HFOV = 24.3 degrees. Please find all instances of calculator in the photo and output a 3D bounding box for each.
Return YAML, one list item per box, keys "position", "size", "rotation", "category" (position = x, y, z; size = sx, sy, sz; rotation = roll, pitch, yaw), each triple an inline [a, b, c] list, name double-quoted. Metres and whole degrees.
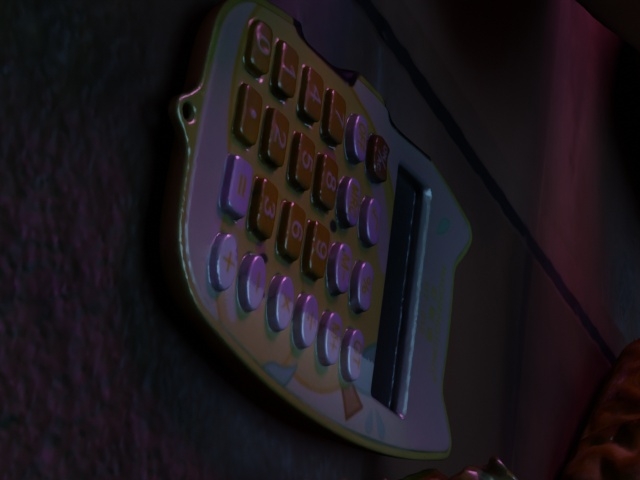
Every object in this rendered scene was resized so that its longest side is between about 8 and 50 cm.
- position: [0.000, 0.000, 0.617]
  size: [0.236, 0.033, 0.157]
  rotation: [43, 50, -51]
  category: "calculator"

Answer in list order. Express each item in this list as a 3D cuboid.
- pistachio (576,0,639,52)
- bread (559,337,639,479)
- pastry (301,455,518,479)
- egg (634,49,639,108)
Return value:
- position: [0.228, -0.280, 0.838]
  size: [0.365, 0.281, 0.445]
  rotation: [30, 48, -28]
  category: "pistachio"
- position: [0.227, 0.172, 0.978]
  size: [0.222, 0.096, 0.181]
  rotation: [-47, 127, -54]
  category: "bread"
- position: [0.029, 0.164, 0.569]
  size: [0.250, 0.102, 0.154]
  rotation: [5, 79, -65]
  category: "pastry"
- position: [0.367, -0.123, 1.131]
  size: [0.322, 0.250, 0.250]
  rotation: [74, 27, -42]
  category: "egg"
